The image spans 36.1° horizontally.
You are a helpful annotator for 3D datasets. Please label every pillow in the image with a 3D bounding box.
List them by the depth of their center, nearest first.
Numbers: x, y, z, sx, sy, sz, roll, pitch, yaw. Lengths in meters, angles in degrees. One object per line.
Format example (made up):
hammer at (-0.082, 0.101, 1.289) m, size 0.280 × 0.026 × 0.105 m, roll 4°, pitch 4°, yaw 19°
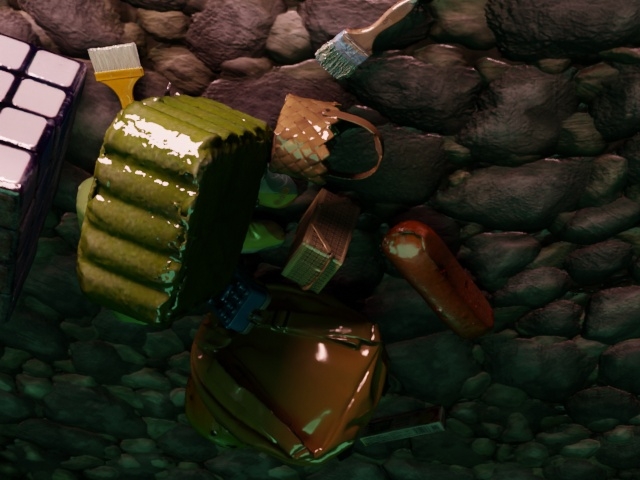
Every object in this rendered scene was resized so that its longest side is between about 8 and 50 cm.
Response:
pillow at (-0.152, -0.064, 1.764) m, size 0.214 × 0.086 × 0.233 m, roll 6°, pitch 135°, yaw -14°

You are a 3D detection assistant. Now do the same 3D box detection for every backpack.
backpack at (-0.055, 0.241, 1.897) m, size 0.378 × 0.353 × 0.201 m, roll 34°, pitch 163°, yaw 16°

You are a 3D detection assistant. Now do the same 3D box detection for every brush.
brush at (0.078, -0.316, 1.500) m, size 0.070 × 0.021 × 0.196 m, roll 36°, pitch 130°, yaw -29°
brush at (-0.318, -0.227, 1.625) m, size 0.083 × 0.011 × 0.205 m, roll -5°, pitch 123°, yaw 11°

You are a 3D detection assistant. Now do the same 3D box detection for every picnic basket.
picnic basket at (0.015, -0.158, 1.588) m, size 0.178 × 0.138 × 0.128 m, roll 10°, pitch 136°, yaw 6°
picnic basket at (0.000, 0.000, 1.744) m, size 0.079 × 0.164 × 0.115 m, roll 28°, pitch 135°, yaw -9°

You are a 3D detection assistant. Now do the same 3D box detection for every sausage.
sausage at (0.224, 0.073, 1.836) m, size 0.102 × 0.102 × 0.330 m, roll -21°, pitch 131°, yaw 27°

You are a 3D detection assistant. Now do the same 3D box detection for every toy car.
toy car at (-0.179, 0.086, 1.824) m, size 0.100 × 0.191 × 0.097 m, roll 26°, pitch 102°, yaw -45°

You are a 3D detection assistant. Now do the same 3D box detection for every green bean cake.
green bean cake at (-0.235, -0.065, 1.522) m, size 0.218 × 0.319 × 0.335 m, roll 19°, pitch 104°, yaw 12°

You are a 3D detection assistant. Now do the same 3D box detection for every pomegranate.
pomegranate at (-0.171, 0.323, 2.107) m, size 0.230 × 0.231 × 0.286 m, roll 2°, pitch 178°, yaw 6°

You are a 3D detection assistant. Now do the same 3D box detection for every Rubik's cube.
Rubik's cube at (-0.603, -0.122, 1.573) m, size 0.343 × 0.337 × 0.344 m, roll 18°, pitch 135°, yaw -11°

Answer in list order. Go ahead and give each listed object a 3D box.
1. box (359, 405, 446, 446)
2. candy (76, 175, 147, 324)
box at (0.187, 0.425, 2.245) m, size 0.207 × 0.050 × 0.041 m, roll -18°, pitch 128°, yaw 24°
candy at (-0.362, 0.021, 1.844) m, size 0.142 × 0.132 × 0.344 m, roll -10°, pitch 139°, yaw -8°
